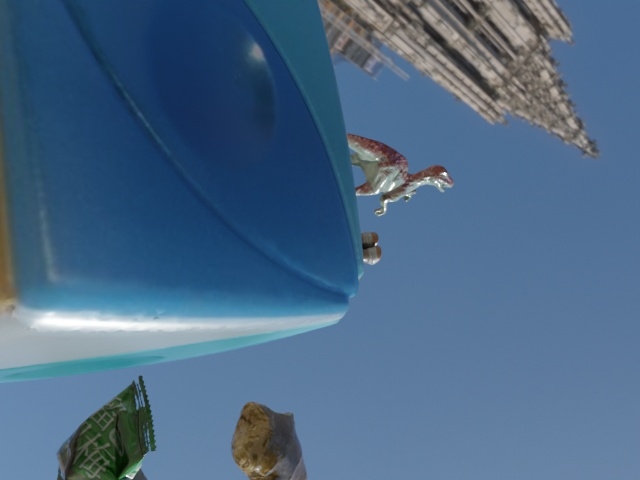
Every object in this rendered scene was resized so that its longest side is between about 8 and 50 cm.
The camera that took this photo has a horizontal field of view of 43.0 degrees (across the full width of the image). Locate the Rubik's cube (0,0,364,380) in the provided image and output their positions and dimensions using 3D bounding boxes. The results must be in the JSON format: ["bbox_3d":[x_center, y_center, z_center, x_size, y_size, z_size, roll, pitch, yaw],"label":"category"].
[{"bbox_3d":[-0.204,-0.071,0.651,0.347,0.352,0.351,-15,-100,36],"label":"Rubik's cube"}]

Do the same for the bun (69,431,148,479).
[{"bbox_3d":[-0.353,0.386,1.311,0.173,0.113,0.166,33,-38,37],"label":"bun"}]

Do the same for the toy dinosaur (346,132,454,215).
[{"bbox_3d":[0.084,-0.115,1.189,0.167,0.242,0.053,-28,-135,10],"label":"toy dinosaur"}]

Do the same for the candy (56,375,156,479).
[{"bbox_3d":[-0.317,0.312,1.194,0.203,0.078,0.141,-42,-127,11],"label":"candy"}]

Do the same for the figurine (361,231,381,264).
[{"bbox_3d":[0.000,-0.001,1.234,0.093,0.197,0.147,109,-26,-52],"label":"figurine"}]

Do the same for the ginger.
[{"bbox_3d":[-0.062,0.363,1.161,0.086,0.131,0.294,-4,-70,17],"label":"ginger"}]
